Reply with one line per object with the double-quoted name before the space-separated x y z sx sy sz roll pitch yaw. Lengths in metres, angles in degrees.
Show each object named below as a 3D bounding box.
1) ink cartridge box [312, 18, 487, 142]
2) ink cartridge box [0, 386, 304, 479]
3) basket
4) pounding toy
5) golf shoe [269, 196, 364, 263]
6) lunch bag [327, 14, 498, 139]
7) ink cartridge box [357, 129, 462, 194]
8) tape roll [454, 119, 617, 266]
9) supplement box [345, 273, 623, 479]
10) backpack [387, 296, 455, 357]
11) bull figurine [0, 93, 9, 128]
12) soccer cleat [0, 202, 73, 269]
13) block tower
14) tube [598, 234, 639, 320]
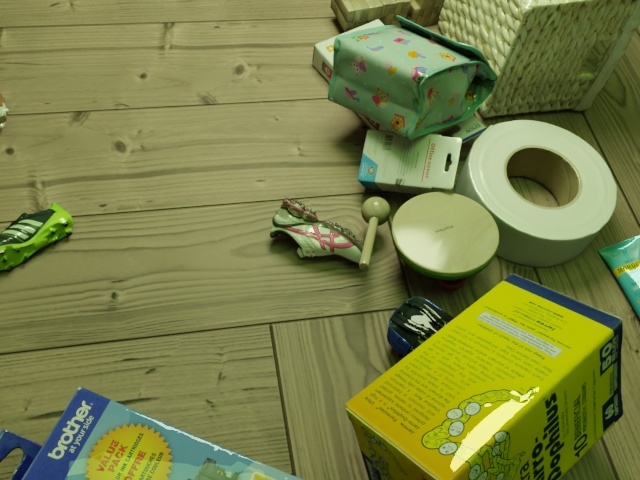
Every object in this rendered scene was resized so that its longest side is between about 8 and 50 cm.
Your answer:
"ink cartridge box" 0.158 -0.304 1.428 0.176 0.069 0.371 -28 63 -23
"ink cartridge box" -0.253 0.375 0.893 0.396 0.151 0.269 20 57 7
"basket" 0.441 -0.480 1.426 0.267 0.328 0.331 -8 60 -10
"pounding toy" 0.186 0.015 1.212 0.237 0.110 0.182 3 51 4
"golf shoe" 0.000 0.000 1.223 0.186 0.067 0.085 29 94 3
"lunch bag" 0.182 -0.318 1.301 0.262 0.160 0.223 -27 48 -37
"ink cartridge box" 0.170 -0.142 1.277 0.180 0.060 0.104 9 80 21
"tape roll" 0.404 -0.094 1.308 0.287 0.100 0.286 3 58 -5
"supplement box" 0.243 0.241 0.977 0.357 0.194 0.195 -33 36 -24
"backpack" 0.165 0.161 1.111 0.120 0.101 0.098 38 56 24
"bull figurine" -0.717 -0.211 1.230 0.310 0.101 0.188 -36 72 -23
"soccer cleat" -0.506 -0.005 1.156 0.179 0.060 0.072 -32 57 -31
"block tower" 0.192 -0.544 1.570 0.336 0.091 0.097 -15 62 -17
"tube" 0.585 0.090 1.244 0.080 0.052 0.207 -20 58 10
